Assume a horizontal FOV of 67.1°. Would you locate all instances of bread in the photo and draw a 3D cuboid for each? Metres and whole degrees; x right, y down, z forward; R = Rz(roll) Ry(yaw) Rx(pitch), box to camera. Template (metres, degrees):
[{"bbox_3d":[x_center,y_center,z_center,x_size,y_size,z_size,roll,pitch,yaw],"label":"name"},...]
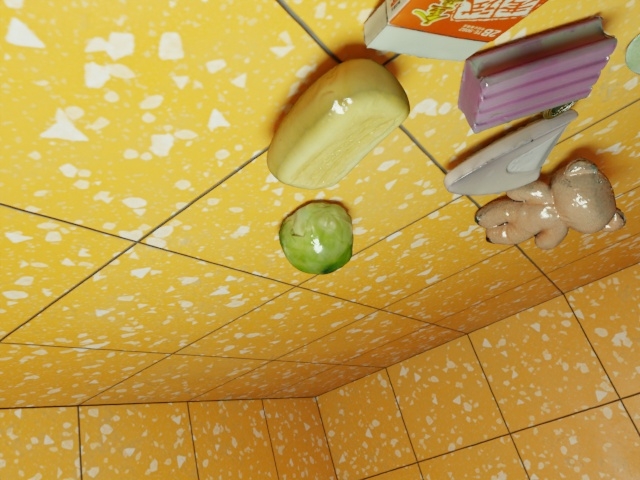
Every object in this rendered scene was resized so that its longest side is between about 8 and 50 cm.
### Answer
[{"bbox_3d":[0.017,-0.162,0.678,0.147,0.098,0.217,8,146,-43],"label":"bread"}]

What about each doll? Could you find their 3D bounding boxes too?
[{"bbox_3d":[0.517,-0.085,1.121,0.303,0.156,0.201,-15,121,44],"label":"doll"}]

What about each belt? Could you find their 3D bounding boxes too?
[{"bbox_3d":[0.411,-0.246,0.826,0.059,0.036,0.083,5,144,-36],"label":"belt"}]

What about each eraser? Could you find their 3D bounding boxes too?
[{"bbox_3d":[0.348,-0.155,0.937,0.243,0.059,0.204,-18,154,-8],"label":"eraser"},{"bbox_3d":[0.170,-0.274,0.530,0.157,0.038,0.230,-3,173,-24],"label":"eraser"}]

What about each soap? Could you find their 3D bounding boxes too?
[{"bbox_3d":[0.320,-0.247,0.733,0.203,0.066,0.122,-17,154,-1],"label":"soap"}]

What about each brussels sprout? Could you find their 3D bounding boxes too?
[{"bbox_3d":[-0.002,0.005,0.963,0.151,0.122,0.149,-19,157,6],"label":"brussels sprout"}]

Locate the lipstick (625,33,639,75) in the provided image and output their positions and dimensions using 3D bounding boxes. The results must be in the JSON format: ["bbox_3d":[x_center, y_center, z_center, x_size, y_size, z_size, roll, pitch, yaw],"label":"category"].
[{"bbox_3d":[0.634,-0.291,0.836,0.304,0.076,0.076,3,147,-33],"label":"lipstick"}]
